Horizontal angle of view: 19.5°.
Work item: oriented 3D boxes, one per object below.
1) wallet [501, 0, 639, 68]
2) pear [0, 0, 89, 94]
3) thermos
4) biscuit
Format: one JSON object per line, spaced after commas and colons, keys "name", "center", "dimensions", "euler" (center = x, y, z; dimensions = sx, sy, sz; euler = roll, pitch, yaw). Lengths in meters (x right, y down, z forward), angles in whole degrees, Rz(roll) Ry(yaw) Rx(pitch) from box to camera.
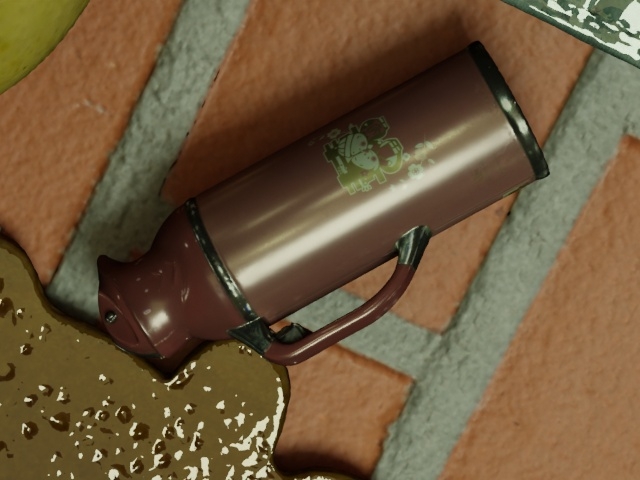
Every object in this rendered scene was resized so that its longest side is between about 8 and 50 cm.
{"name": "wallet", "center": [0.167, -0.277, 1.290], "dimensions": [0.342, 0.075, 0.237], "euler": [25, 99, -3]}
{"name": "pear", "center": [-0.292, -0.237, 1.183], "dimensions": [0.348, 0.348, 0.348], "euler": [1, 103, 2]}
{"name": "thermos", "center": [-0.001, -0.003, 1.321], "dimensions": [0.330, 0.109, 0.136], "euler": [-28, 96, 3]}
{"name": "biscuit", "center": [-0.130, 0.188, 1.408], "dimensions": [0.432, 0.064, 0.283], "euler": [23, 93, -5]}
